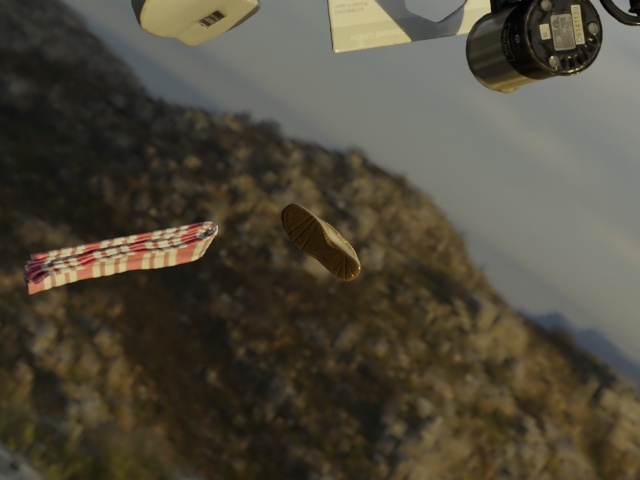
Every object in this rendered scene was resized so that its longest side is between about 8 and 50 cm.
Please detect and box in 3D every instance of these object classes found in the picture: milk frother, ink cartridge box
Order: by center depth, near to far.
[{"bbox_3d":[0.236,-0.209,1.609,0.143,0.129,0.135,10,-4,-19],"label":"milk frother"},{"bbox_3d":[0.098,-0.328,1.696,0.275,0.238,0.060,-12,13,-31],"label":"ink cartridge box"}]

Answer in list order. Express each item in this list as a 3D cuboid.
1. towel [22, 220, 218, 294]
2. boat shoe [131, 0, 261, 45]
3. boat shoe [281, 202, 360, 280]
[{"bbox_3d":[-0.204,0.021,1.679,0.144,0.197,0.029,138,-60,-78],"label":"towel"},{"bbox_3d":[-0.101,-0.214,1.255,0.088,0.096,0.267,62,7,2],"label":"boat shoe"},{"bbox_3d":[0.000,0.000,2.249,0.135,0.050,0.045,47,15,-7],"label":"boat shoe"}]
